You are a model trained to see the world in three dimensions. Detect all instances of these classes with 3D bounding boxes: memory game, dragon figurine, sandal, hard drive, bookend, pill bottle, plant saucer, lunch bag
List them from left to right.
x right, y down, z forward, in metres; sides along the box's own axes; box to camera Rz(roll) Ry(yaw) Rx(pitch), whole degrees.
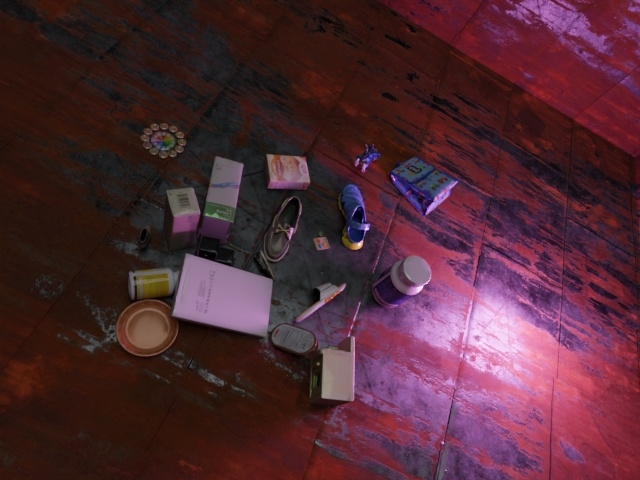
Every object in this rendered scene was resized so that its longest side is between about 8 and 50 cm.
[{"bbox_3d":[-0.594,0.302,1.509,0.200,0.037,0.200,9,61,-17],"label":"plant saucer"},{"bbox_3d":[-0.578,0.150,1.551,0.184,0.103,0.103,-4,66,-28],"label":"pill bottle"},{"bbox_3d":[-0.668,-0.427,1.868,0.186,0.012,0.186,9,62,-17],"label":"memory game"},{"bbox_3d":[-0.390,0.055,1.646,0.157,0.156,0.072,13,60,-16],"label":"bookend"},{"bbox_3d":[-0.348,0.206,1.597,0.353,0.047,0.233,20,58,-29],"label":"hard drive"},{"bbox_3d":[-0.009,0.224,1.744,0.265,0.102,0.076,-32,82,-29],"label":"sandal"},{"bbox_3d":[0.160,-0.125,1.971,0.126,0.138,0.317,2,62,-19],"label":"sandal"},{"bbox_3d":[0.227,-0.408,2.104,0.085,0.289,0.144,40,95,4],"label":"dragon figurine"},{"bbox_3d":[0.332,0.169,1.809,0.153,0.264,0.153,9,62,-17],"label":"pill bottle"},{"bbox_3d":[0.500,-0.301,2.219,0.293,0.138,0.221,43,57,18],"label":"lunch bag"}]

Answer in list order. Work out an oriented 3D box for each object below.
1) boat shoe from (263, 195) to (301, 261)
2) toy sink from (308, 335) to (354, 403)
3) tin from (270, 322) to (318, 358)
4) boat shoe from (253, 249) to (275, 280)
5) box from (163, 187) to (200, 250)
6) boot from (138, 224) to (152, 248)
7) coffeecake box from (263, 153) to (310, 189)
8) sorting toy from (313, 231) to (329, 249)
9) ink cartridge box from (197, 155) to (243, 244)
[{"bbox_3d":[-0.156,-0.055,1.833,0.109,0.091,0.305,23,58,-9],"label":"boat shoe"},{"bbox_3d":[0.036,0.471,1.606,0.131,0.153,0.234,12,62,-15],"label":"toy sink"},{"bbox_3d":[-0.098,0.367,1.615,0.190,0.040,0.106,13,49,26],"label":"tin"},{"bbox_3d":[-0.222,0.105,1.757,0.042,0.049,0.133,-30,86,3],"label":"boat shoe"},{"bbox_3d":[-0.509,-0.073,1.593,0.094,0.275,0.113,-11,70,-26],"label":"box"},{"bbox_3d":[-0.649,-0.022,1.623,0.042,0.087,0.118,6,62,-17],"label":"boot"},{"bbox_3d":[-0.153,-0.307,1.978,0.186,0.068,0.142,-1,64,-23],"label":"coffeecake box"},{"bbox_3d":[0.000,0.000,1.914,0.062,0.012,0.083,-11,69,-26],"label":"sorting toy"},{"bbox_3d":[-0.394,-0.156,1.725,0.117,0.201,0.278,13,60,-16],"label":"ink cartridge box"}]
